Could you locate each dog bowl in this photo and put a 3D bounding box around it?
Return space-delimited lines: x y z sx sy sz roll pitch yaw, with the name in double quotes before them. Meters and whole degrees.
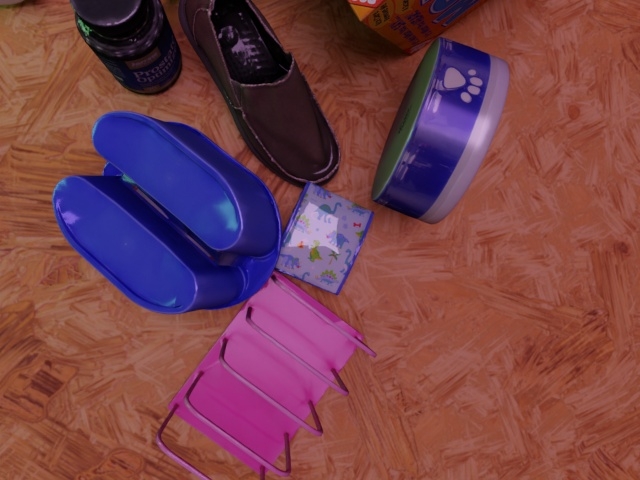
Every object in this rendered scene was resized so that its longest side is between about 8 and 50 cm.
"dog bowl" 0.174 -0.165 0.731 0.104 0.265 0.265 21 86 -2

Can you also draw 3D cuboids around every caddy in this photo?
"caddy" -0.223 -0.040 0.725 0.341 0.179 0.241 39 100 10

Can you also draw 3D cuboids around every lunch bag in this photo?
"lunch bag" 0.000 0.000 0.791 0.128 0.096 0.151 23 76 -5

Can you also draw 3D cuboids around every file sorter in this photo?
"file sorter" -0.081 0.220 0.731 0.202 0.182 0.291 37 85 -4

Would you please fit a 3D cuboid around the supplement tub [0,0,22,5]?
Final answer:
"supplement tub" -0.527 -0.490 0.724 0.144 0.144 0.200 -8 89 -6

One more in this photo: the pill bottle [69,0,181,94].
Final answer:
"pill bottle" -0.286 -0.313 0.707 0.122 0.219 0.123 0 88 -7

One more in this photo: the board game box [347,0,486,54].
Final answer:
"board game box" 0.153 -0.528 0.631 0.356 0.356 0.357 -30 92 24

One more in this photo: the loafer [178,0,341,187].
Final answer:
"loafer" -0.083 -0.224 0.730 0.134 0.130 0.366 -42 116 -5
